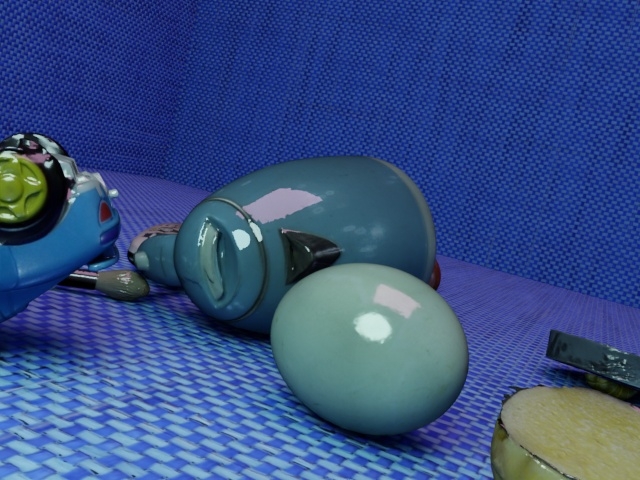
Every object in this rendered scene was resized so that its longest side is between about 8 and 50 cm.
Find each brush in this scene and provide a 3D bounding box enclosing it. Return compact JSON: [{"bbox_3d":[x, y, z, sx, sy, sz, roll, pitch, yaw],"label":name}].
[{"bbox_3d":[-0.361,0.039,0.843,0.299,0.039,0.042,9,3,-15],"label":"brush"}]

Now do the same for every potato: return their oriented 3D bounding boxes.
[{"bbox_3d":[0.209,0.183,0.535,0.200,0.081,0.164,3,19,-47],"label":"potato"}]

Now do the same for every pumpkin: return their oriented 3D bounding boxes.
[{"bbox_3d":[0.408,0.211,0.974,0.083,0.028,0.050,24,-3,-11],"label":"pumpkin"}]

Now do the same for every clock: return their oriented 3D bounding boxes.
[{"bbox_3d":[0.449,0.190,1.023,0.226,0.049,0.226,20,-3,1],"label":"clock"}]

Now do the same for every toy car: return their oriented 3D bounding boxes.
[{"bbox_3d":[-0.322,0.013,0.574,0.314,0.166,0.198,-18,13,-15],"label":"toy car"}]

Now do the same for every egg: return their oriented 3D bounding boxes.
[{"bbox_3d":[0.041,0.095,0.621,0.192,0.149,0.149,12,3,41],"label":"egg"}]

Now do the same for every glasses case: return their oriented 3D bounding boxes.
[{"bbox_3d":[-0.230,0.015,1.144,0.122,0.075,0.314,17,5,0],"label":"glasses case"}]

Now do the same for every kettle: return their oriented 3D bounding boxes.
[{"bbox_3d":[-0.067,0.015,0.906,0.319,0.247,0.342,-5,2,38],"label":"kettle"}]

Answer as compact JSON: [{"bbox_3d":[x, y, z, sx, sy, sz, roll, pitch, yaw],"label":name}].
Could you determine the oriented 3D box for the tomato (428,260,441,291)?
[{"bbox_3d":[0.190,0.028,1.568,0.237,0.095,0.237,43,-2,2],"label":"tomato"}]
